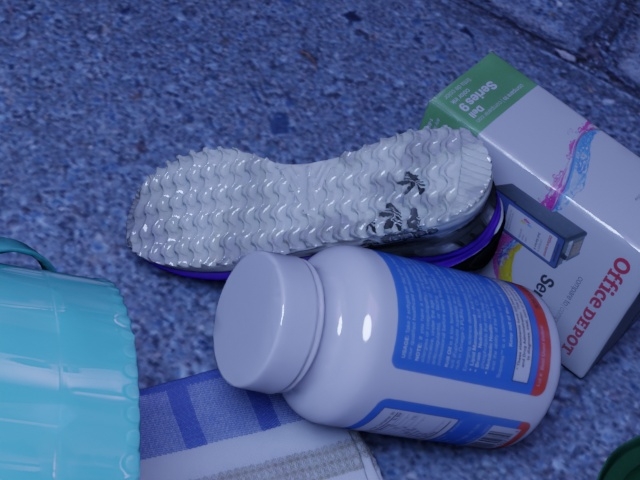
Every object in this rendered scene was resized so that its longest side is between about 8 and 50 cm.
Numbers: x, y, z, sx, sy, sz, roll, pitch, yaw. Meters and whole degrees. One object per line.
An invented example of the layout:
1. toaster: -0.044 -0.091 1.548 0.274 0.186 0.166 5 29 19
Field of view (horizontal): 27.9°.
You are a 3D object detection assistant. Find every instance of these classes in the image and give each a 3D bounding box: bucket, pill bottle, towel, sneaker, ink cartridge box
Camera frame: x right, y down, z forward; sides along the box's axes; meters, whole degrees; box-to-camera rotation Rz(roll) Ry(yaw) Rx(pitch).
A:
1. bucket: -0.217 0.130 0.713 0.183 0.281 0.281 7 49 -22
2. pill bottle: 0.045 0.070 0.885 0.222 0.124 0.124 14 46 -31
3. towel: -0.040 0.207 0.849 0.209 0.034 0.285 -12 54 -21
4. sneaker: 0.000 0.001 0.983 0.293 0.146 0.102 -4 62 20
5. ink cartridge box: 0.171 -0.019 1.013 0.212 0.154 0.093 38 52 16

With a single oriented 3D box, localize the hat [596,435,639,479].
1. hat: 0.300 0.176 0.868 0.173 0.183 0.208 1 51 -16
